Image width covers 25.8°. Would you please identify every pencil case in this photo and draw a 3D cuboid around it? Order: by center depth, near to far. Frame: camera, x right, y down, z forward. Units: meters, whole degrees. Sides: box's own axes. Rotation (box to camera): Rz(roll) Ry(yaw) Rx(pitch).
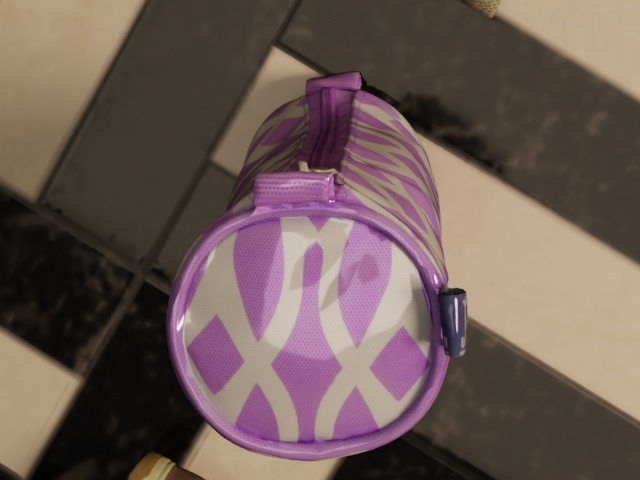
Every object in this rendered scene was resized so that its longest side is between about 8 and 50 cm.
[{"bbox_3d":[0.000,0.000,0.472,0.086,0.206,0.088,-11,103,4],"label":"pencil case"}]

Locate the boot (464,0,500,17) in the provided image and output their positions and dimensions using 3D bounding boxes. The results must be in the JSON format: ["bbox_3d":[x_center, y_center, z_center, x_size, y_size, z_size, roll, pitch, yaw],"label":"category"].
[{"bbox_3d":[0.039,-0.203,0.495,0.165,0.077,0.213,26,111,5],"label":"boot"}]

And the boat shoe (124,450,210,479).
[{"bbox_3d":[-0.079,0.166,0.585,0.049,0.056,0.152,20,101,11],"label":"boat shoe"}]
